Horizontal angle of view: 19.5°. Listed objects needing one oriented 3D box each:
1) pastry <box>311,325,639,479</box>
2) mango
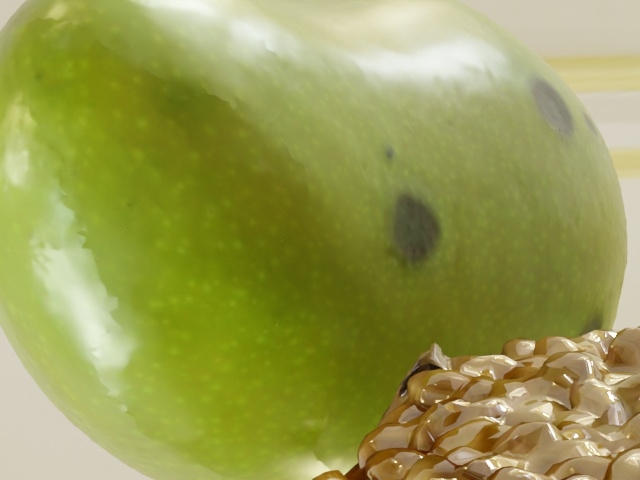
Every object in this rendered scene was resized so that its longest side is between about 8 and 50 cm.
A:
[{"bbox_3d":[0.111,0.128,0.411,0.284,0.315,0.184,-7,-53,-24],"label":"pastry"},{"bbox_3d":[0.000,0.000,0.582,0.293,0.143,0.175,15,-97,-59],"label":"mango"}]
